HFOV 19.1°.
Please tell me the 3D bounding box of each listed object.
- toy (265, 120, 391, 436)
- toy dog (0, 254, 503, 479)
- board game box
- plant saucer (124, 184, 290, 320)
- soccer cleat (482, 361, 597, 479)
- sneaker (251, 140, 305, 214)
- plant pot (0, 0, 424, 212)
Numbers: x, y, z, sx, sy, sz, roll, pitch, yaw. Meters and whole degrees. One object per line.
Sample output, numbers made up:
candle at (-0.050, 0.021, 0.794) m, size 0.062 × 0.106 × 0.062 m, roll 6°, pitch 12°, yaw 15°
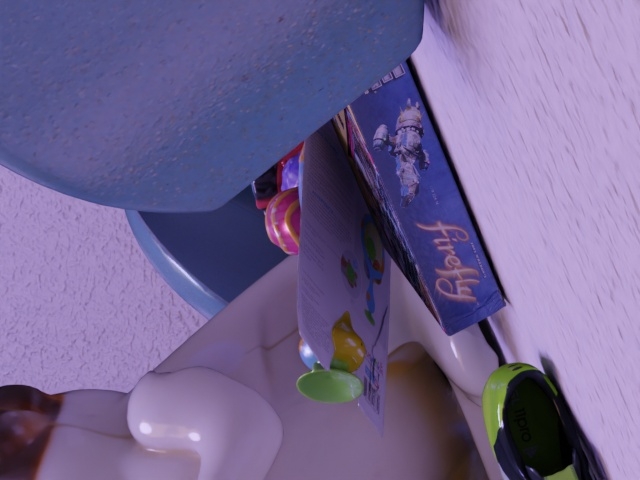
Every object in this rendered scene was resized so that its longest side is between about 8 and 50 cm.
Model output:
toy at (0.000, 0.000, 1.253) m, size 0.137 × 0.056 × 0.237 m, roll 53°, pitch -152°, yaw -48°
toy dog at (-0.076, 0.155, 1.436) m, size 0.284 × 0.408 × 0.395 m, roll 69°, pitch 175°, yaw -45°
board game box at (0.033, -0.079, 1.165) m, size 0.165 × 0.042 × 0.243 m, roll -120°, pitch 6°, yaw -68°
plant saucer at (-0.057, 0.022, 1.771) m, size 0.318 × 0.043 × 0.317 m, roll 30°, pitch -158°, yaw -13°
soccer cleat at (0.138, 0.155, 1.090) m, size 0.072 × 0.060 × 0.179 m, roll 104°, pitch 144°, yaw -83°
sneaker at (-0.012, -0.118, 1.391) m, size 0.125 × 0.104 × 0.262 m, roll -92°, pitch -12°, yaw -50°
plant pot at (-0.088, -0.159, 0.914) m, size 0.252 × 0.248 × 0.247 m, roll 45°, pitch -169°, yaw -39°
